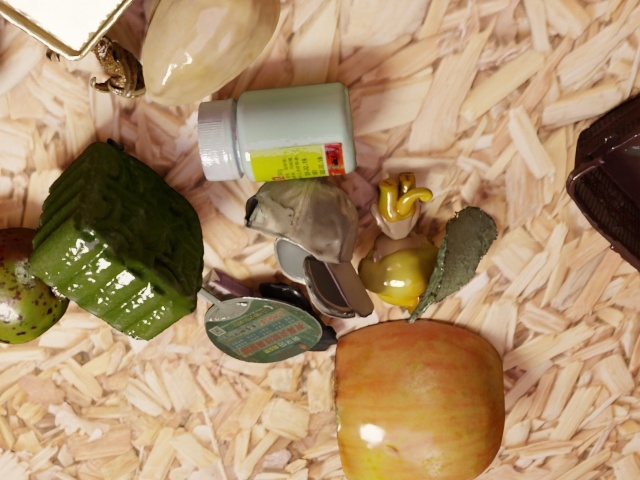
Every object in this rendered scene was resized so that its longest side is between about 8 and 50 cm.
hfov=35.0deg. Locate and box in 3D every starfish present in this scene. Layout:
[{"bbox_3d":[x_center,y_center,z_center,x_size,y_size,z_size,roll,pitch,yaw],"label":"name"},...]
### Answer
[{"bbox_3d":[-0.309,-0.250,1.429,0.146,0.190,0.074,37,85,-33],"label":"starfish"}]

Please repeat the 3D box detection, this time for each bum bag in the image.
[{"bbox_3d":[-0.036,0.135,1.833,0.087,0.049,0.198,-4,136,36],"label":"bum bag"}]

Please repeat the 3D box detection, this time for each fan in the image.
[{"bbox_3d":[-0.148,0.152,1.824,0.294,0.012,0.223,17,141,-8],"label":"fan"}]

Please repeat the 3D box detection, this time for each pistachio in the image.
[{"bbox_3d":[-0.159,-0.288,1.390,0.157,0.157,0.229,34,110,-26],"label":"pistachio"}]

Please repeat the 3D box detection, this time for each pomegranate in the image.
[{"bbox_3d":[-0.525,0.063,1.702,0.198,0.246,0.198,-18,122,-31],"label":"pomegranate"}]

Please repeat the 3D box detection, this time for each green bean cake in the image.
[{"bbox_3d":[-0.305,0.000,1.582,0.156,0.247,0.250,-37,122,27],"label":"green bean cake"}]

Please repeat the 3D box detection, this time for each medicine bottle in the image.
[{"bbox_3d":[-0.062,-0.159,1.517,0.225,0.139,0.139,-5,131,4],"label":"medicine bottle"}]

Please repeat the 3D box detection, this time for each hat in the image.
[{"bbox_3d":[0.002,0.008,1.614,0.161,0.232,0.275,-36,109,-1],"label":"hat"}]

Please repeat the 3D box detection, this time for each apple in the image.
[{"bbox_3d":[0.188,0.306,1.896,0.308,0.314,0.252,-4,174,11],"label":"apple"}]

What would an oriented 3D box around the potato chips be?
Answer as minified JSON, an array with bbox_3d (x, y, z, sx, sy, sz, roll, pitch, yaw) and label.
[{"bbox_3d":[0.214,0.039,1.654,0.059,0.228,0.167,21,122,27],"label":"potato chips"}]

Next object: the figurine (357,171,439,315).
[{"bbox_3d":[0.134,0.011,1.685,0.156,0.131,0.247,-18,123,-18],"label":"figurine"}]

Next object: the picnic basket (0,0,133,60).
[{"bbox_3d":[-0.297,-0.421,1.275,0.228,0.175,0.313,33,127,-26],"label":"picnic basket"}]

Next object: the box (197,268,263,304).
[{"bbox_3d":[-0.160,0.100,1.806,0.117,0.036,0.050,29,126,-23],"label":"box"}]

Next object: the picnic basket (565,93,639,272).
[{"bbox_3d":[0.523,-0.091,1.583,0.222,0.129,0.297,-35,122,28],"label":"picnic basket"}]
